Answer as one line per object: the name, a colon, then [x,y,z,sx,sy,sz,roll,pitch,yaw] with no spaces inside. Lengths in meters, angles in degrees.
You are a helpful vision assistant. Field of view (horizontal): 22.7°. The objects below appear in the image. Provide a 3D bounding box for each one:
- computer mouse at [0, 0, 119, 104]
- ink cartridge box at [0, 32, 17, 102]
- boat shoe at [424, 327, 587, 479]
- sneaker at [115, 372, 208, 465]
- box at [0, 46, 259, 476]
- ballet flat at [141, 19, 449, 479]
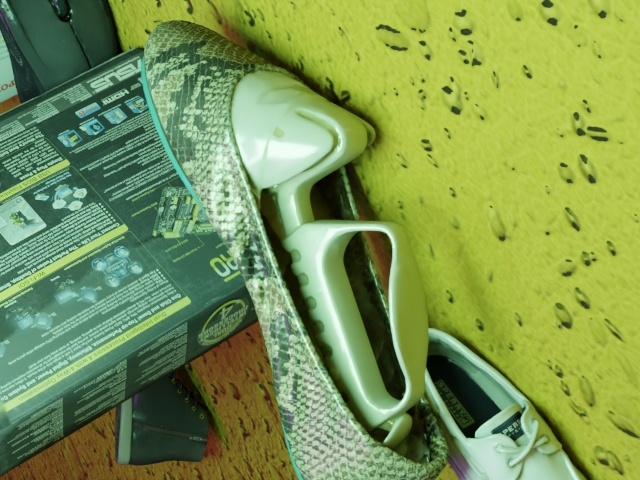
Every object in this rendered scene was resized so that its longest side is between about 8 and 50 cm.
computer mouse: [-0.279,-0.217,1.676,0.072,0.188,0.272,27,151,34]
ink cartridge box: [-0.373,-0.267,1.802,0.127,0.128,0.176,35,145,40]
boat shoe: [0.158,0.181,1.396,0.258,0.095,0.084,42,154,28]
sneaker: [-0.201,0.180,2.059,0.083,0.118,0.222,-147,60,-74]
box: [-0.245,0.005,1.571,0.318,0.395,0.097,44,149,25]
ballet flat: [0.000,0.000,1.401,0.182,0.164,0.482,-26,82,45]
